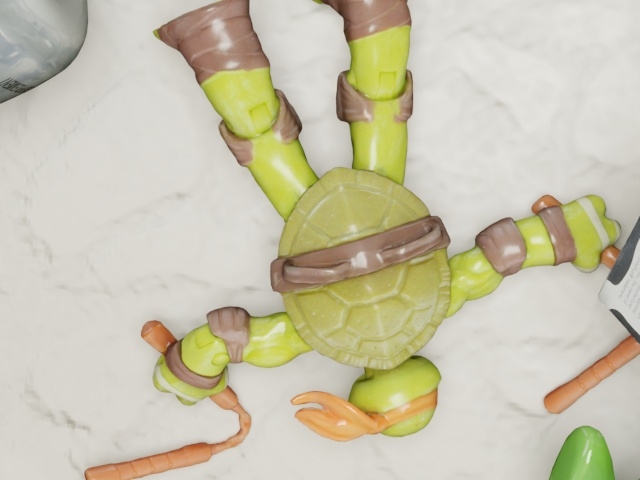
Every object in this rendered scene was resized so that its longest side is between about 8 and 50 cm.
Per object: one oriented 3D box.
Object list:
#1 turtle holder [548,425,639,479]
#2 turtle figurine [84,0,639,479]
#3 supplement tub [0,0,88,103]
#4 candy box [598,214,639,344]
[{"bbox_3d":[0.188,0.242,0.662,0.227,0.243,0.320,12,88,-13],"label":"turtle holder"},{"bbox_3d":[0.000,0.000,0.728,0.269,0.087,0.217,-17,94,6],"label":"turtle figurine"},{"bbox_3d":[-0.283,-0.096,0.683,0.338,0.207,0.207,-24,93,7],"label":"supplement tub"},{"bbox_3d":[0.226,0.050,0.603,0.196,0.164,0.070,53,137,37],"label":"candy box"}]
